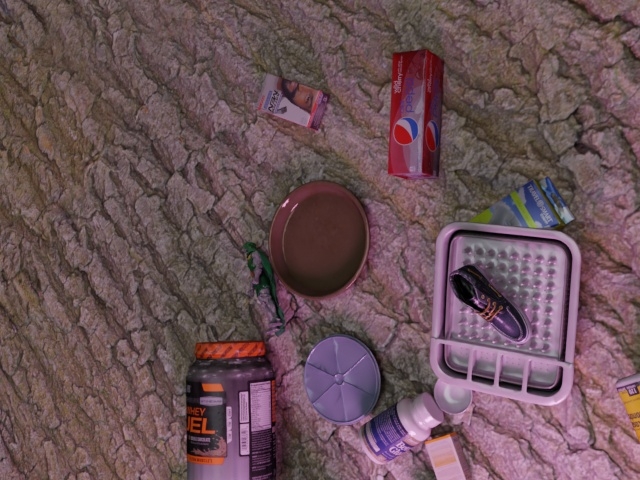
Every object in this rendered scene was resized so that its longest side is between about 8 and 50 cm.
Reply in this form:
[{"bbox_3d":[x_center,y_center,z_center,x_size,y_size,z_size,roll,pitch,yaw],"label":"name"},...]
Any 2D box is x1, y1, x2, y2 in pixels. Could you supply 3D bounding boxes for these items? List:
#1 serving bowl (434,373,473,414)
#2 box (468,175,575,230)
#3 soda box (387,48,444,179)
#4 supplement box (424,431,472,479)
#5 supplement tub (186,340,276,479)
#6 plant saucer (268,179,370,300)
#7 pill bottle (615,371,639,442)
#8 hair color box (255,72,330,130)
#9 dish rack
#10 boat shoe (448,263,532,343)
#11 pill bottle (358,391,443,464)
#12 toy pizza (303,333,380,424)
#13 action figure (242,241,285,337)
[{"bbox_3d":[0.277,0.314,1.551,0.083,0.027,0.083,-3,85,33],"label":"serving bowl"},{"bbox_3d":[0.396,-0.039,1.497,0.178,0.042,0.109,-36,69,26],"label":"box"},{"bbox_3d":[0.203,-0.265,1.607,0.083,0.092,0.263,1,87,33],"label":"soda box"},{"bbox_3d":[0.262,0.449,1.545,0.062,0.036,0.098,-26,73,28],"label":"supplement box"},{"bbox_3d":[-0.207,0.404,1.744,0.207,0.207,0.338,-6,83,32],"label":"supplement tub"},{"bbox_3d":[0.000,0.000,1.745,0.278,0.041,0.278,-3,85,33],"label":"plant saucer"},{"bbox_3d":[0.595,0.315,1.306,0.103,0.103,0.184,-28,72,28],"label":"pill bottle"},{"bbox_3d":[-0.068,-0.332,1.807,0.167,0.053,0.093,24,98,30],"label":"hair color box"},{"bbox_3d":[0.360,0.132,1.461,0.285,0.072,0.332,7,101,33],"label":"dish rack"},{"bbox_3d":[0.310,0.124,1.401,0.183,0.083,0.065,50,119,17],"label":"boat shoe"},{"bbox_3d":[0.170,0.388,1.574,0.169,0.094,0.094,-39,67,24],"label":"pill bottle"},{"bbox_3d":[0.050,0.311,1.693,0.201,0.032,0.201,-3,85,33],"label":"toy pizza"},{"bbox_3d":[-0.140,0.105,1.798,0.137,0.063,0.232,114,141,-57],"label":"action figure"}]
